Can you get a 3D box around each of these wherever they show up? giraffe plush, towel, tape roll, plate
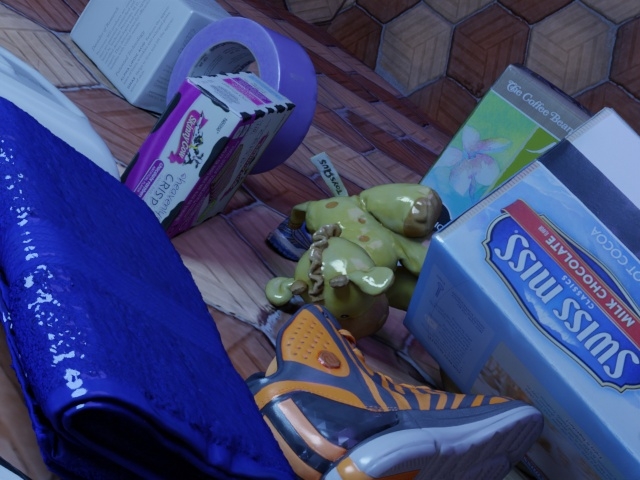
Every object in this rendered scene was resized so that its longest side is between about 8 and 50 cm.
[{"bbox_3d":[0.039,0.028,1.161,0.210,0.181,0.170,42,35,-13],"label":"giraffe plush"},{"bbox_3d":[-0.146,0.050,0.741,0.227,0.076,0.308,42,12,-48],"label":"towel"},{"bbox_3d":[-0.102,-0.183,1.404,0.080,0.189,0.189,14,26,-52],"label":"tape roll"},{"bbox_3d":[-0.330,-0.165,1.019,0.278,0.045,0.277,30,5,-41],"label":"plate"}]

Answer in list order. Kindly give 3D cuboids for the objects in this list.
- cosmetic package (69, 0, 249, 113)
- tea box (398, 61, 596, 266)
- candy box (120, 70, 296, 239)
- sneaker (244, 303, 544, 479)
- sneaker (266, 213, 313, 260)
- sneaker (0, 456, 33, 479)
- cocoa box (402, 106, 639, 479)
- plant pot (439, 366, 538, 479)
[{"bbox_3d":[-0.214,-0.276,1.523,0.151,0.151,0.184,16,25,-53],"label":"cosmetic package"},{"bbox_3d":[0.268,-0.068,1.588,0.220,0.323,0.329,36,16,4],"label":"tea box"},{"bbox_3d":[-0.119,-0.090,1.143,0.071,0.159,0.233,37,16,2],"label":"candy box"},{"bbox_3d":[0.056,0.130,0.904,0.180,0.124,0.321,45,18,30],"label":"sneaker"},{"bbox_3d":[0.000,0.000,1.314,0.135,0.058,0.052,17,23,-50],"label":"sneaker"},{"bbox_3d":[-0.149,0.143,0.539,0.217,0.079,0.121,44,12,1],"label":"sneaker"},{"bbox_3d":[0.278,0.102,1.033,0.347,0.228,0.231,49,-18,17],"label":"cocoa box"},{"bbox_3d":[0.222,0.202,1.223,0.236,0.032,0.236,33,16,-10],"label":"plant pot"}]
